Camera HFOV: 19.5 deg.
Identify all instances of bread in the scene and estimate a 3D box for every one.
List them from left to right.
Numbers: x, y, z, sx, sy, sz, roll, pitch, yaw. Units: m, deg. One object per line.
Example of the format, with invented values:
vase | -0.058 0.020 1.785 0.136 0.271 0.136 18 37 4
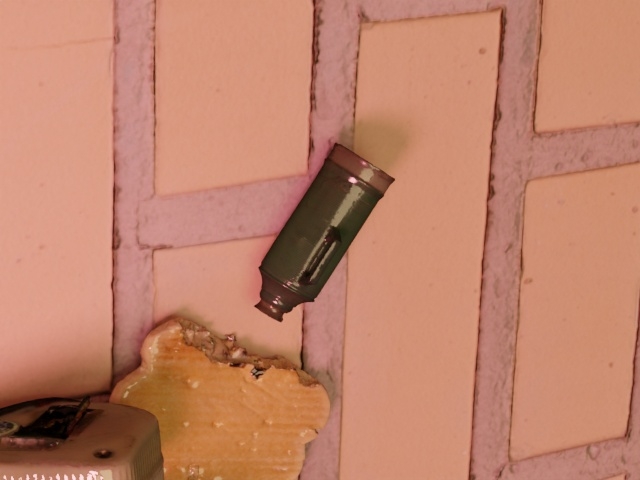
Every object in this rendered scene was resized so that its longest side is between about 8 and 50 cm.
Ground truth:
bread | -0.112 0.188 1.926 0.251 0.039 0.181 26 94 -35

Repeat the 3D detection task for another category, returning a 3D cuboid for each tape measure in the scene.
tape measure | -0.270 0.210 1.761 0.235 0.207 0.115 -1 105 11

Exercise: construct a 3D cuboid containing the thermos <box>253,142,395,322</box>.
thermos | 0.000 0.000 1.897 0.187 0.083 0.073 -58 147 2
